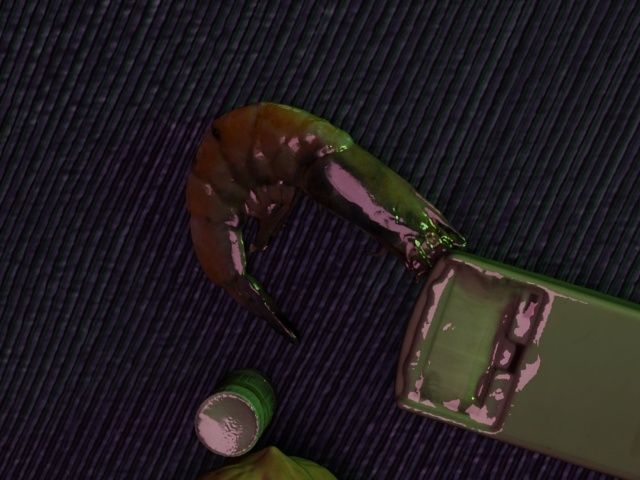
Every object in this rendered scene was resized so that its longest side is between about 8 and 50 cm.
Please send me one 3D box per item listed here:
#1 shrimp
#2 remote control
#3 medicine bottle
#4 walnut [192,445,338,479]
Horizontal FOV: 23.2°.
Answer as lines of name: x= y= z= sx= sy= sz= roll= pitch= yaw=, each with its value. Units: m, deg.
shrimp: x=0.000 y=0.000 z=1.089 sx=0.217 sy=0.051 sz=0.150 roll=33 pitch=105 yaw=6
remote control: x=0.195 y=0.098 z=1.063 sx=0.285 sy=0.038 sz=0.123 roll=16 pitch=102 yaw=-2
medicine bottle: x=-0.058 y=0.119 z=1.088 sx=0.047 sy=0.083 sz=0.047 roll=1 pitch=97 yaw=7
walnut: x=-0.044 y=0.230 z=1.071 sx=0.155 sy=0.155 sz=0.184 roll=12 pitch=99 yaw=5
